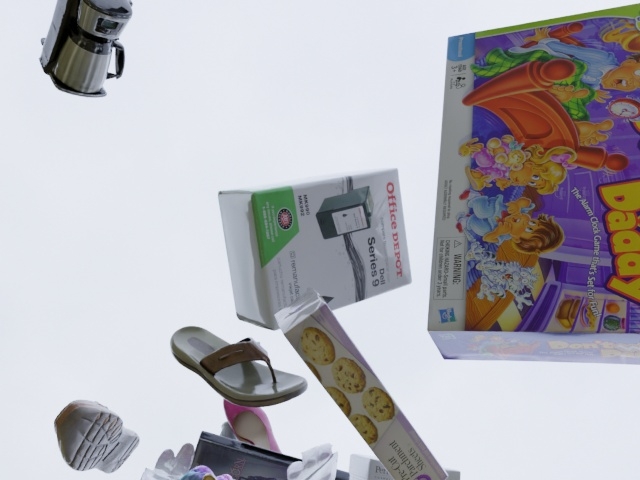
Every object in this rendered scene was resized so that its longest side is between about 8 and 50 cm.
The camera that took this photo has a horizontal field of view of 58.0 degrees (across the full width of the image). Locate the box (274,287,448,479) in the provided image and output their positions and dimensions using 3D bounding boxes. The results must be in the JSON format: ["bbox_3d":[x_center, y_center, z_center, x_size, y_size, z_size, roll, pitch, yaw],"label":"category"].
[{"bbox_3d":[0.057,0.205,0.746,0.067,0.063,0.323,-35,-69,-4],"label":"box"}]

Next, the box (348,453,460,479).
[{"bbox_3d":[0.155,0.492,1.127,0.181,0.182,0.118,10,-109,-5],"label":"box"}]

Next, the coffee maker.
[{"bbox_3d":[-0.415,-0.366,0.992,0.171,0.120,0.178,41,-58,7],"label":"coffee maker"}]

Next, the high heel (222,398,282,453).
[{"bbox_3d":[-0.146,0.415,1.216,0.082,0.117,0.244,-35,-115,-1],"label":"high heel"}]

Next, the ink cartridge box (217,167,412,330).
[{"bbox_3d":[0.000,0.000,0.941,0.122,0.289,0.210,4,-75,54],"label":"ink cartridge box"}]

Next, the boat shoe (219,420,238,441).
[{"bbox_3d":[-0.184,0.476,1.376,0.080,0.081,0.227,0,-26,11],"label":"boat shoe"}]

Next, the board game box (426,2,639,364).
[{"bbox_3d":[0.234,-0.062,0.542,0.234,0.346,0.078,-3,-30,22],"label":"board game box"}]

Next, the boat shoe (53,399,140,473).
[{"bbox_3d":[-0.460,0.377,1.139,0.116,0.123,0.324,35,-28,16],"label":"boat shoe"}]

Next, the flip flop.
[{"bbox_3d":[-0.144,0.193,0.962,0.277,0.112,0.080,22,-68,34],"label":"flip flop"}]

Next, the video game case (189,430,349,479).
[{"bbox_3d":[-0.109,0.456,1.052,0.275,0.026,0.196,18,-62,-6],"label":"video game case"}]

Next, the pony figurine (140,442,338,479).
[{"bbox_3d":[-0.109,0.435,0.788,0.303,0.351,0.362,-7,-88,-2],"label":"pony figurine"}]
